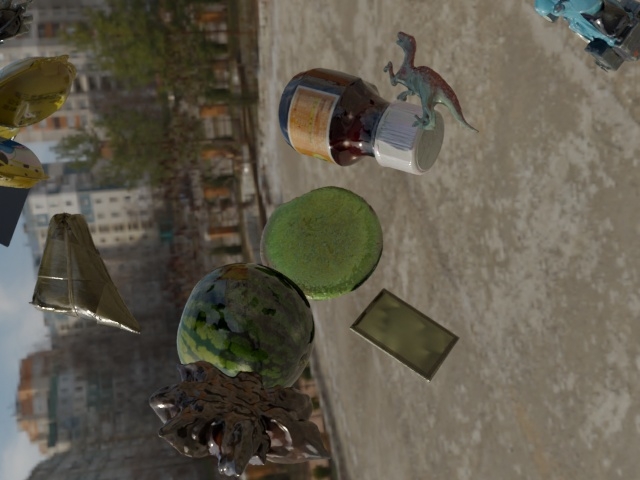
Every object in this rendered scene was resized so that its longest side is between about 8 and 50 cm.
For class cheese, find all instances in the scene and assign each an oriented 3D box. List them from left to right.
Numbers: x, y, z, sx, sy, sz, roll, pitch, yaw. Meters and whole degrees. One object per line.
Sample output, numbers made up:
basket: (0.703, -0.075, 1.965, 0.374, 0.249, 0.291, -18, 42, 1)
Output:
cheese: (-0.481, -0.125, 1.222, 0.064, 0.157, 0.250, -68, 20, 5)
cheese: (-0.482, -0.214, 1.306, 0.270, 0.177, 0.069, -36, 85, 40)

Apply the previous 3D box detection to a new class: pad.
pad: (-0.789, -0.098, 1.937, 0.004, 0.243, 0.163, 18, -86, -63)

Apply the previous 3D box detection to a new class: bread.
bread: (0.000, 0.005, 1.911, 0.045, 0.302, 0.301, 61, -164, -62)

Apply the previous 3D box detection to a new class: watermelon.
watermelon: (-0.150, 0.186, 1.641, 0.285, 0.285, 0.285, 175, 90, -79)

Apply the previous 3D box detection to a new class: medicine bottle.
medicine bottle: (0.104, -0.293, 2.066, 0.395, 0.242, 0.242, 21, 124, 34)

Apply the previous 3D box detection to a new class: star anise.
star anise: (-0.130, 0.292, 1.322, 0.315, 0.315, 0.108, -129, 55, -71)

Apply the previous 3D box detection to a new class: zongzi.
zongzi: (-0.339, 0.045, 1.235, 0.078, 0.176, 0.160, -14, -65, -77)

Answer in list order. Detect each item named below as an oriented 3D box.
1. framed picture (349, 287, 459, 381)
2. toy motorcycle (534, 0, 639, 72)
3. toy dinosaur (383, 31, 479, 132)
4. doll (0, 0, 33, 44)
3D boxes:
framed picture: (0.207, 0.226, 1.994, 0.231, 0.173, 0.010, 34, 138, 14)
toy motorcycle: (0.383, -0.344, 1.176, 0.123, 0.272, 0.182, -55, 30, 13)
toy dinosaur: (0.211, -0.281, 1.534, 0.242, 0.053, 0.167, 33, 118, 42)
doll: (-0.697, -0.466, 1.778, 0.096, 0.195, 0.070, 46, -170, -43)
